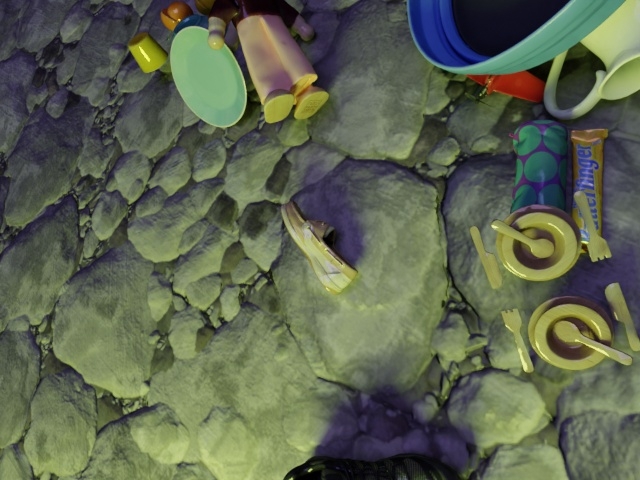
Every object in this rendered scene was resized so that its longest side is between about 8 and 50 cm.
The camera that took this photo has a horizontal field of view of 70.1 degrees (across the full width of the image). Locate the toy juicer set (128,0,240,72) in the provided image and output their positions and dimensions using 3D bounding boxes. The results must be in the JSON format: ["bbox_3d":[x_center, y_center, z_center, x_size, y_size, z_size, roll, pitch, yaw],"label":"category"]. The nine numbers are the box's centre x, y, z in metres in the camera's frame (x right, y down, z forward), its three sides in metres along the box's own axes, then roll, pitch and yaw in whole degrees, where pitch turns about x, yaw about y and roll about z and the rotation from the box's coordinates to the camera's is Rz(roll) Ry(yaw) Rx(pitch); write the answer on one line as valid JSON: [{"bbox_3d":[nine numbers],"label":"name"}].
[{"bbox_3d":[-0.236,-0.440,0.959,0.328,0.089,0.209,11,63,32],"label":"toy juicer set"}]

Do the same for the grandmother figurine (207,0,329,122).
[{"bbox_3d":[-0.101,-0.375,0.793,0.104,0.207,0.343,-37,74,46],"label":"grandmother figurine"}]

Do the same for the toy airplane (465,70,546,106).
[{"bbox_3d":[0.264,-0.255,0.639,0.151,0.028,0.151,-8,73,27],"label":"toy airplane"}]

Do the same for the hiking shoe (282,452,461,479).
[{"bbox_3d":[0.052,0.304,0.542,0.226,0.114,0.086,-14,69,26],"label":"hiking shoe"}]

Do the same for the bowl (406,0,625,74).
[{"bbox_3d":[0.251,-0.395,0.543,0.391,0.077,0.392,-24,63,61],"label":"bowl"}]

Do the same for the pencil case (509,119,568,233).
[{"bbox_3d":[0.264,-0.067,0.561,0.070,0.064,0.152,-5,71,52],"label":"pencil case"}]

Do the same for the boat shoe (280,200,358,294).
[{"bbox_3d":[0.000,0.000,0.699,0.059,0.063,0.170,-38,70,12],"label":"boat shoe"}]

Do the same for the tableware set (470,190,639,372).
[{"bbox_3d":[0.258,0.055,0.501,0.128,0.039,0.194,-21,90,23],"label":"tableware set"}]

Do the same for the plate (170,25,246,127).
[{"bbox_3d":[-0.209,-0.308,0.866,0.188,0.188,0.024,12,41,32],"label":"plate"}]

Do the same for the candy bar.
[{"bbox_3d":[0.324,-0.060,0.553,0.040,0.018,0.162,1,75,30],"label":"candy bar"}]

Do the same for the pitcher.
[{"bbox_3d":[0.341,-0.267,0.554,0.177,0.125,0.207,-26,65,46],"label":"pitcher"}]
